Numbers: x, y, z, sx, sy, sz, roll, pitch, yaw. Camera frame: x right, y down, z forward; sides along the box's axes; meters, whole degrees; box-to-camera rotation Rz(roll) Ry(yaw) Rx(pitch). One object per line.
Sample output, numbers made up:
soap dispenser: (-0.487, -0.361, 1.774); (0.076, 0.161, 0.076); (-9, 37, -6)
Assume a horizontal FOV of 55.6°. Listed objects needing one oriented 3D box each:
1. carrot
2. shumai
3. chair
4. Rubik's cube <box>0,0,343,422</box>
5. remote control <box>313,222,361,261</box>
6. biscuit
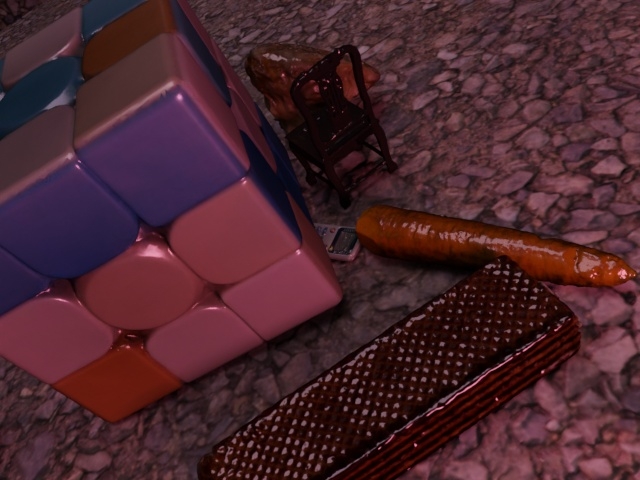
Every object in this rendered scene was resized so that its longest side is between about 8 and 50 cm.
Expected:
carrot: (0.181, 0.011, 0.683); (0.314, 0.066, 0.066); (13, 57, 33)
shumai: (-0.019, -0.225, 0.941); (0.209, 0.153, 0.161); (-4, 33, -31)
chair: (0.012, -0.162, 0.812); (0.106, 0.229, 0.113); (-39, 46, -11)
Rubik's cube: (-0.224, -0.054, 0.736); (0.344, 0.347, 0.346); (-29, 44, 8)
remote control: (0.000, 0.000, 0.817); (0.124, 0.018, 0.053); (8, 56, 33)
biscuit: (0.064, 0.161, 0.591); (0.388, 0.073, 0.107); (-32, 41, -4)
